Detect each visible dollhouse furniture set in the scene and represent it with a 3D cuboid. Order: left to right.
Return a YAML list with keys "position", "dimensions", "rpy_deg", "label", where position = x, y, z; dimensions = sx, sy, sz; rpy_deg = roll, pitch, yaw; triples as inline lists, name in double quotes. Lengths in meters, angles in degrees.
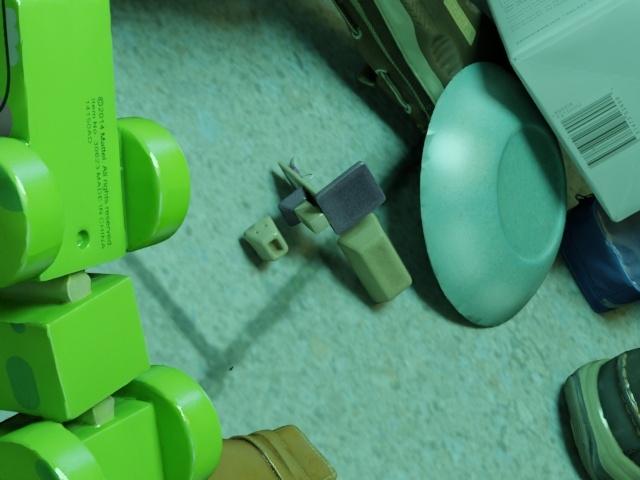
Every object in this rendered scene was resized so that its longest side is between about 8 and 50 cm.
- position: [0.000, 0.000, 1.149]
  dimensions: [0.081, 0.091, 0.114]
  rpy_deg: [40, -14, 54]
  label: "dollhouse furniture set"

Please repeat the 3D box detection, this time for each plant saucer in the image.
- position: [0.138, -0.034, 1.230]
  dimensions: [0.195, 0.037, 0.195]
  rpy_deg: [3, 87, -54]
  label: "plant saucer"

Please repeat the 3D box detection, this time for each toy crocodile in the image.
- position: [-0.128, 0.039, 0.796]
  dimensions: [0.115, 0.105, 0.341]
  rpy_deg: [-25, 115, -52]
  label: "toy crocodile"

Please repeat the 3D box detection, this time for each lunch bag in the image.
- position: [0.231, 0.004, 1.346]
  dimensions: [0.067, 0.065, 0.098]
  rpy_deg: [-21, 81, -36]
  label: "lunch bag"

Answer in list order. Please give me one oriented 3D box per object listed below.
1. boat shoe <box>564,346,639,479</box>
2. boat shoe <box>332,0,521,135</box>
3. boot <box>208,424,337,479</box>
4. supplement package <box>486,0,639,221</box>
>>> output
- position: [0.343, 0.144, 1.310]
  dimensions: [0.355, 0.130, 0.132]
  rpy_deg: [8, 59, -43]
  label: "boat shoe"
- position: [0.077, -0.136, 1.259]
  dimensions: [0.257, 0.095, 0.095]
  rpy_deg: [59, 46, -36]
  label: "boat shoe"
- position: [-0.059, 0.129, 0.948]
  dimensions: [0.152, 0.073, 0.197]
  rpy_deg: [-27, 97, -50]
  label: "boot"
- position: [0.230, -0.190, 1.301]
  dimensions: [0.177, 0.175, 0.293]
  rpy_deg: [52, 16, -32]
  label: "supplement package"
